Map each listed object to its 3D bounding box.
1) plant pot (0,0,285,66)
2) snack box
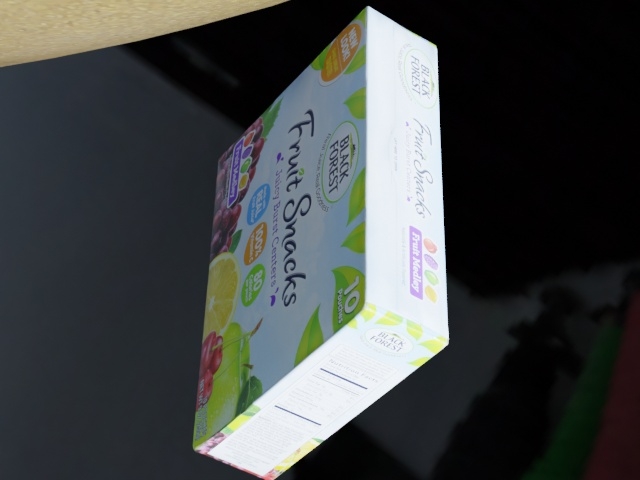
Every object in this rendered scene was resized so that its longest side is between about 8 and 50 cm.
[{"bbox_3d":[-0.011,-0.143,0.305,0.254,0.237,0.237,10,-117,47],"label":"plant pot"},{"bbox_3d":[0.000,0.000,0.602,0.100,0.037,0.141,-41,-146,37],"label":"snack box"}]
